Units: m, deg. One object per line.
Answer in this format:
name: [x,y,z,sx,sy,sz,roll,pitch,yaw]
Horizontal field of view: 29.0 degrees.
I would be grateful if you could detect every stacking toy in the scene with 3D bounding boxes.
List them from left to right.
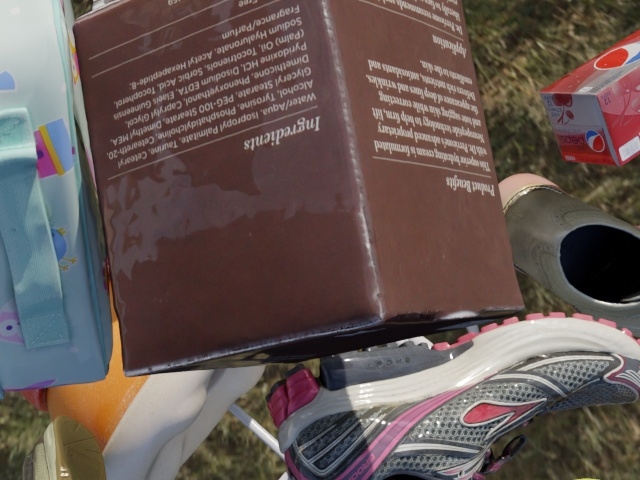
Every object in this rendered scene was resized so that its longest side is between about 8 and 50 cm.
stacking toy: [-0.292,0.035,1.392,0.480,0.350,0.350,36,107,8]

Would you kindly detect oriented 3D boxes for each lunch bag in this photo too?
lunch bag: [-0.194,-0.054,0.758,0.108,0.224,0.279,-8,126,-8]

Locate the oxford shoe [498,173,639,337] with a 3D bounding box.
oxford shoe: [0.362,0.052,1.442,0.397,0.146,0.140,20,101,-31]

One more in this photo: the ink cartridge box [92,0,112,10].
ink cartridge box: [-0.160,-0.182,1.145,0.063,0.150,0.109,-21,126,9]

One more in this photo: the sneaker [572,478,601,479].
sneaker: [0.190,0.179,0.732,0.240,0.091,0.126,-4,156,37]

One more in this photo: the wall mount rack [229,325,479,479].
wall mount rack: [0.009,0.170,1.482,0.350,0.304,0.130,-47,125,-7]

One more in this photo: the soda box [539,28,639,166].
soda box: [0.357,-0.174,1.278,0.263,0.092,0.083,-32,111,-22]

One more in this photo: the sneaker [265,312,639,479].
sneaker: [0.111,0.133,0.915,0.299,0.112,0.121,-10,157,-18]

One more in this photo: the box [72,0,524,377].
box: [-0.011,-0.040,0.687,0.167,0.168,0.203,-15,80,31]

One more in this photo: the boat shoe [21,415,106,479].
boat shoe: [-0.239,0.261,1.143,0.080,0.223,0.073,33,112,-32]
